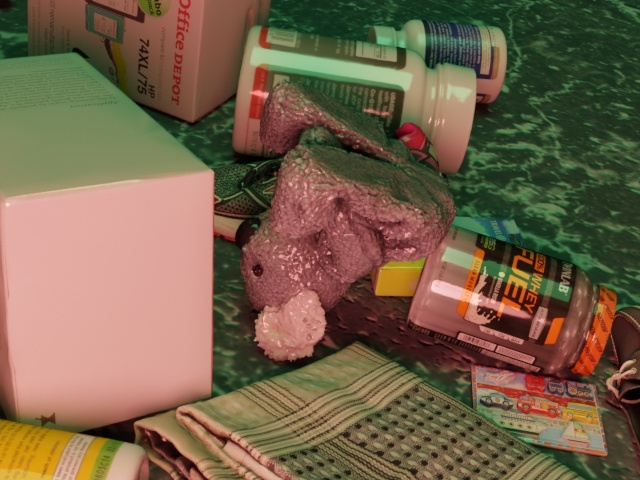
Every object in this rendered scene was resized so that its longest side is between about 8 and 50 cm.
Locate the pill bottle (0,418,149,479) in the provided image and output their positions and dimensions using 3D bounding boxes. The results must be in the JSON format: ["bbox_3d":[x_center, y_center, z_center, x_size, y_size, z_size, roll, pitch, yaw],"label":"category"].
[{"bbox_3d":[-0.258,0.193,0.774,0.245,0.136,0.136,11,35,0],"label":"pill bottle"}]

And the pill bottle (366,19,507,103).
[{"bbox_3d":[0.162,-0.258,1.538,0.186,0.112,0.112,4,35,-10],"label":"pill bottle"}]

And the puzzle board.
[{"bbox_3d":[0.211,0.163,1.046,0.128,0.011,0.096,9,35,-1],"label":"puzzle board"}]

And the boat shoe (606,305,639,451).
[{"bbox_3d":[0.318,0.138,1.053,0.064,0.075,0.206,4,40,-14],"label":"boat shoe"}]

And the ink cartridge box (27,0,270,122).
[{"bbox_3d":[-0.227,-0.319,1.452,0.270,0.198,0.197,21,36,17],"label":"ink cartridge box"}]

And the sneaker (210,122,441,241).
[{"bbox_3d":[-0.014,-0.074,1.202,0.299,0.112,0.121,-4,36,13],"label":"sneaker"}]

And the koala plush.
[{"bbox_3d":[0.000,0.000,1.055,0.203,0.221,0.196,23,29,-22],"label":"koala plush"}]

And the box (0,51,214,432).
[{"bbox_3d":[-0.238,-0.015,0.957,0.168,0.215,0.345,-11,29,-27],"label":"box"}]

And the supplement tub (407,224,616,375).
[{"bbox_3d":[0.191,0.063,1.084,0.190,0.117,0.117,18,35,5],"label":"supplement tub"}]

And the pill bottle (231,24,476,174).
[{"bbox_3d":[0.040,-0.167,1.338,0.283,0.161,0.161,9,35,-2],"label":"pill bottle"}]

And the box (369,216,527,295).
[{"bbox_3d":[0.141,0.016,1.207,0.178,0.042,0.109,2,36,-10],"label":"box"}]

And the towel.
[{"bbox_3d":[0.060,0.187,0.870,0.312,0.056,0.324,32,25,28],"label":"towel"}]
